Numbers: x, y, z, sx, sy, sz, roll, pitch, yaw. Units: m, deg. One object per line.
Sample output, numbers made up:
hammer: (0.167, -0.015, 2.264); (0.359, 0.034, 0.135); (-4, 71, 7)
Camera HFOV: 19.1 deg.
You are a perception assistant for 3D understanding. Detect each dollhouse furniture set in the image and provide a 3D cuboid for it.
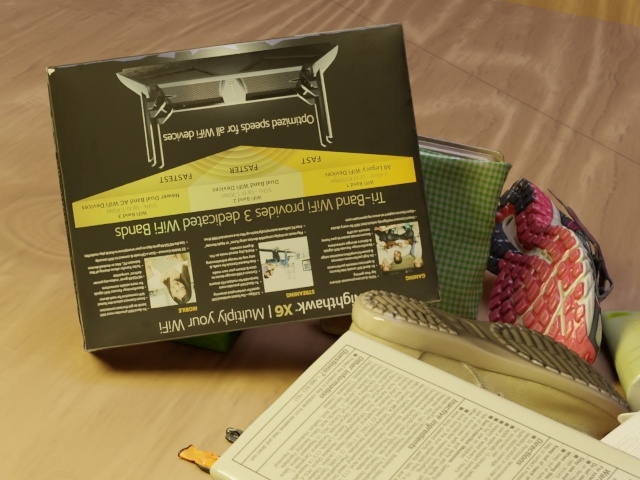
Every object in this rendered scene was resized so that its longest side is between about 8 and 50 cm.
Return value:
dollhouse furniture set: (0.000, 0.000, 1.706); (0.301, 0.197, 0.151); (12, 18, 11)

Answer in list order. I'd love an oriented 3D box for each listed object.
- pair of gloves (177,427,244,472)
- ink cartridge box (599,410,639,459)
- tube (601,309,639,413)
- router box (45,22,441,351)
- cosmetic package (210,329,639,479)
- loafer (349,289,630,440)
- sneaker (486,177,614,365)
pair of gloves: (-0.061, 0.168, 1.482); (0.074, 0.010, 0.083); (20, 21, 31)
ink cartridge box: (0.284, 0.178, 1.431); (0.090, 0.092, 0.143); (-37, 26, 1)
tube: (0.303, 0.103, 1.765); (0.070, 0.062, 0.240); (41, 15, -7)
router box: (-0.066, -0.045, 1.627); (0.309, 0.243, 0.081); (-7, -2, -6)
cosmetic package: (0.098, 0.192, 1.242); (0.309, 0.113, 0.160); (24, 53, 35)
loafer: (0.134, 0.119, 1.598); (0.268, 0.092, 0.102); (20, 16, -19)
sneaker: (0.234, 0.039, 1.842); (0.112, 0.121, 0.299); (35, 21, -17)
